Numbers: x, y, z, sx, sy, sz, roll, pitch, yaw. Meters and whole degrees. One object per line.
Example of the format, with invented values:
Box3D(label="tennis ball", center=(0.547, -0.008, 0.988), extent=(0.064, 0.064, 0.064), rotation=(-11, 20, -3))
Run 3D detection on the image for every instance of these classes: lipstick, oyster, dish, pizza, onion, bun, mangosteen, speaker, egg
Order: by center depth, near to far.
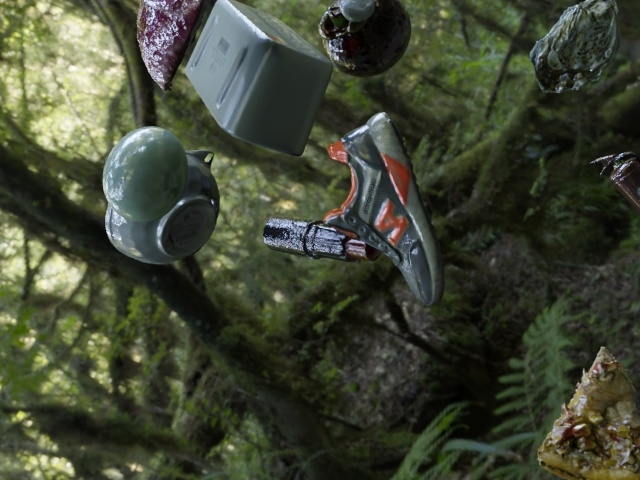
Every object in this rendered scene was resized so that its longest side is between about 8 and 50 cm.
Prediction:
Box3D(label="onion", center=(-0.236, -0.412, 1.225), extent=(0.247, 0.111, 0.250), rotation=(124, 165, -44))
Box3D(label="oyster", center=(0.434, -0.328, 1.243), extent=(0.177, 0.125, 0.064), rotation=(-34, 22, 9))
Box3D(label="egg", center=(-0.321, -0.124, 1.367), extent=(0.149, 0.149, 0.192), rotation=(112, 171, -61))
Box3D(label="speaker", center=(-0.128, -0.336, 1.462), extent=(0.184, 0.183, 0.406), rotation=(-64, 31, 19))
Box3D(label="lipstick", center=(0.000, 0.000, 1.469), extent=(0.299, 0.081, 0.081), rotation=(10, 73, 47))
Box3D(label="pizza", center=(0.608, 0.392, 1.510), extent=(0.288, 0.251, 0.074), rotation=(-68, -18, 12))
Box3D(label="bun", center=(0.077, -0.496, 1.570), extent=(0.045, 0.083, 0.083), rotation=(112, -179, -57))
Box3D(label="dish", center=(-0.315, -0.054, 1.617), extent=(0.303, 0.120, 0.303), rotation=(-31, -39, -30))
Box3D(label="mangosteen", center=(0.106, -0.495, 1.733), extent=(0.216, 0.216, 0.216), rotation=(23, -90, -90))

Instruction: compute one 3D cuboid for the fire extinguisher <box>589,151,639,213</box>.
Box3D(label="fire extinguisher", center=(0.884, -0.112, 2.019), extent=(0.105, 0.341, 0.141), rotation=(-34, -9, -46))

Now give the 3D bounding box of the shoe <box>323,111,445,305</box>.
Box3D(label="shoe", center=(0.094, -0.032, 1.240), extent=(0.132, 0.170, 0.337), rotation=(-78, -31, -81))
